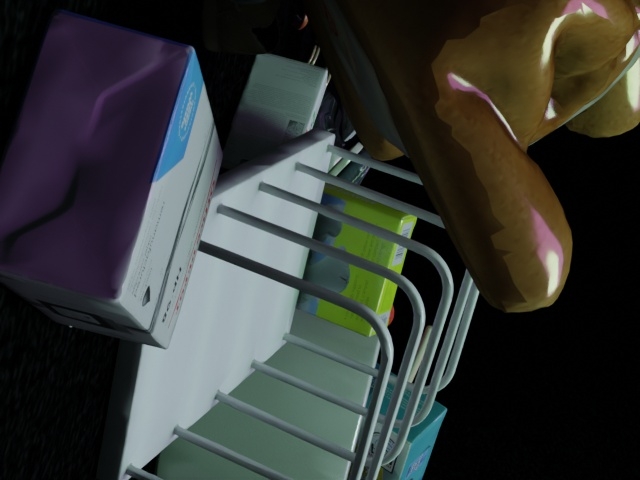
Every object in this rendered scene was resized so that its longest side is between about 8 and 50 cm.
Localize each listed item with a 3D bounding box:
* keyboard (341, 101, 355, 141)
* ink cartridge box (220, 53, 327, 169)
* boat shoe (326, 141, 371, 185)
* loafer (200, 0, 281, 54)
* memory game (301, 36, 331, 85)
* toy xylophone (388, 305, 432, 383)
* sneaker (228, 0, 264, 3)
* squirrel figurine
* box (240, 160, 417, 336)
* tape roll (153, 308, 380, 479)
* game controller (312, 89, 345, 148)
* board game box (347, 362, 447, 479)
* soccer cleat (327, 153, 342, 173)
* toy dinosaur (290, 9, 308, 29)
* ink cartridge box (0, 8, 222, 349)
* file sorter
[{"bbox_3d":[0.044,-0.241,1.481,0.072,0.014,0.256,-50,-147,47],"label":"keyboard"},{"bbox_3d":[-0.039,-0.097,0.980,0.029,0.062,0.115,96,11,-67],"label":"ink cartridge box"},{"bbox_3d":[0.000,0.000,1.381,0.254,0.079,0.095,-56,171,25],"label":"boat shoe"},{"bbox_3d":[-0.044,-0.160,0.704,0.148,0.050,0.056,97,8,-70],"label":"loafer"},{"bbox_3d":[0.002,-0.196,1.238,0.186,0.012,0.186,-59,-167,23],"label":"memory game"},{"bbox_3d":[0.011,0.138,1.501,0.081,0.236,0.323,-7,117,-53],"label":"toy xylophone"},{"bbox_3d":[-0.050,-0.141,0.402,0.227,0.087,0.130,93,14,-61],"label":"sneaker"},{"bbox_3d":[0.159,-0.226,0.629,0.281,0.370,0.397,-120,-175,-72],"label":"squirrel figurine"},{"bbox_3d":[-0.015,0.001,1.020,0.042,0.178,0.109,-13,120,-64],"label":"box"},{"bbox_3d":[-0.045,0.164,1.135,0.246,0.169,0.246,14,90,-87],"label":"tape roll"},{"bbox_3d":[-0.022,-0.100,1.467,0.166,0.067,0.319,-61,177,2],"label":"game controller"},{"bbox_3d":[-0.010,0.263,1.402,0.079,0.253,0.336,-35,148,-43],"label":"board game box"},{"bbox_3d":[-0.009,-0.043,1.668,0.068,0.076,0.196,-64,169,-75],"label":"soccer cleat"},{"bbox_3d":[-0.014,-0.251,1.156,0.090,0.047,0.082,36,75,-51],"label":"toy dinosaur"},{"bbox_3d":[-0.087,-0.014,0.521,0.180,0.060,0.104,90,14,-78],"label":"ink cartridge box"},{"bbox_3d":[-0.001,0.061,0.840,0.277,0.173,0.193,-37,144,-62],"label":"file sorter"}]
